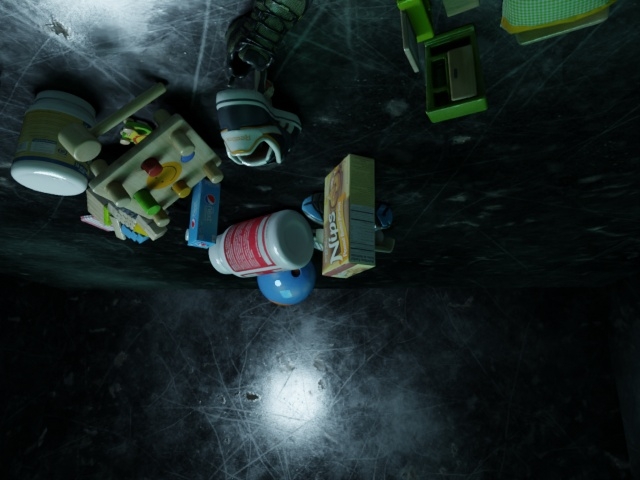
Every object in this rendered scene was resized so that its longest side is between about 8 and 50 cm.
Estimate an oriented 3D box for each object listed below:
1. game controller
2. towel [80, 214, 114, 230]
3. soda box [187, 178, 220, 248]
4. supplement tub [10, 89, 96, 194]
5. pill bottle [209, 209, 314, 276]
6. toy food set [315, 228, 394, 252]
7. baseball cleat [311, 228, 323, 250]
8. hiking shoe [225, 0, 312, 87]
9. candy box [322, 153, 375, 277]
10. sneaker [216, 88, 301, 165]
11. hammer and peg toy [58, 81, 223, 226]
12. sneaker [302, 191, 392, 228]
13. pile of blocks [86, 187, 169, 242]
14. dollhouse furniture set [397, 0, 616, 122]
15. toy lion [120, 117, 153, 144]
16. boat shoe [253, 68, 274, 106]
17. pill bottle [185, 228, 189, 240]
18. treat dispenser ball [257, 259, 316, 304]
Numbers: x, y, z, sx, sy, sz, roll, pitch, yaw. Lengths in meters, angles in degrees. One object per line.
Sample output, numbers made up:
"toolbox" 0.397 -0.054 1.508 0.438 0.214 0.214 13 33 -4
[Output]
"game controller" -0.542 -0.168 1.276 0.167 0.067 0.319 32 177 26
"towel" -0.840 -0.082 1.717 0.197 0.029 0.144 -7 162 16
"soda box" -0.371 -0.086 1.353 0.067 0.209 0.071 14 158 -36
"supplement tub" -0.591 -0.217 0.954 0.145 0.199 0.144 1 164 0
"pill bottle" -0.247 0.025 1.684 0.408 0.228 0.229 -12 159 36
"toy food set" 0.146 -0.012 1.700 0.220 0.092 0.306 7 179 29
"baseball cleat" 0.000 0.000 1.861 0.206 0.072 0.109 5 157 -25
"hiking shoe" -0.083 -0.334 0.684 0.086 0.114 0.227 12 160 -34
"candy box" 0.079 -0.064 1.219 0.088 0.316 0.183 7 163 -20
"sneaker" -0.125 -0.219 0.905 0.126 0.127 0.321 -3 -176 16
"hammer and peg toy" -0.386 -0.181 0.982 0.266 0.127 0.361 -39 166 -3
"sneaker" 0.083 -0.079 1.502 0.341 0.124 0.140 10 163 -24
"pile of blocks" -0.601 -0.082 1.370 0.363 0.113 0.148 22 131 27
"dollhouse furniture set" 0.288 -0.324 0.632 0.302 0.151 0.198 -8 161 27
"toy lion" -0.453 -0.268 1.076 0.096 0.034 0.100 3 164 -30
"boat shoe" -0.117 -0.311 0.876 0.043 0.049 0.137 1 166 -10
"pill bottle" -0.519 -0.017 1.836 0.120 0.066 0.067 9 161 -27
"treat dispenser ball" -0.167 0.177 2.084 0.289 0.287 0.288 1 163 0
